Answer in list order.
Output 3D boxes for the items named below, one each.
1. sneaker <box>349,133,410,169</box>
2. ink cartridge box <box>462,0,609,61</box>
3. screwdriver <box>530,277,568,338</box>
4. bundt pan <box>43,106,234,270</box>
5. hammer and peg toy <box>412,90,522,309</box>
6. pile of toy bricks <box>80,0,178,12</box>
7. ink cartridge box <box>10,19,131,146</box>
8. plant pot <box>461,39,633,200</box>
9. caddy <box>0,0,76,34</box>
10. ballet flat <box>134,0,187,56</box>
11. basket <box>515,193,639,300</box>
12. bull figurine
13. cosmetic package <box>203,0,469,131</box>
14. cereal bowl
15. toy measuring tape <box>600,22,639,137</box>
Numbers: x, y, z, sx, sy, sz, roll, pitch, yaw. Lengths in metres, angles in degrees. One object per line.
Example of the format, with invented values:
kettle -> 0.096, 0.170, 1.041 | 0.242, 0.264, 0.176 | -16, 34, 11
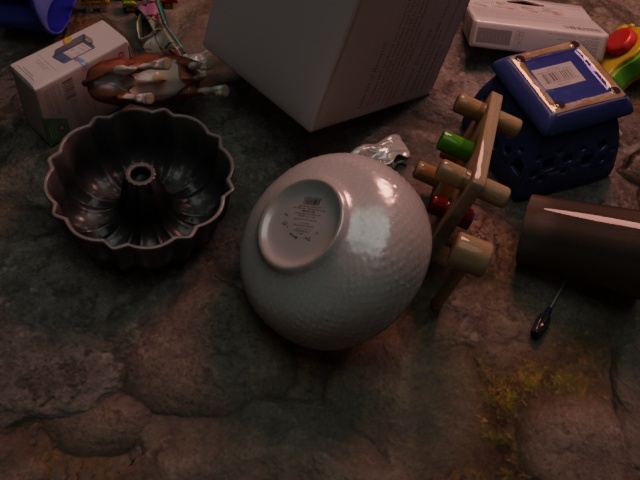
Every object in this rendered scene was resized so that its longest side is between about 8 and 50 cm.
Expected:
sneaker -> 0.110, -0.159, 1.652 | 0.152, 0.054, 0.061 | -24, 62, -22
ink cartridge box -> 0.476, -0.491, 1.927 | 0.296, 0.066, 0.261 | 7, 29, 0
screwdriver -> 0.411, 0.110, 1.501 | 0.025, 0.024, 0.170 | 43, 54, -10
bundt pan -> -0.315, -0.080, 1.509 | 0.330, 0.124, 0.331 | 2, 53, -3
hammer and peg toy -> 0.222, -0.060, 1.456 | 0.127, 0.266, 0.361 | 24, 50, -4
pile of toy bricks -> -0.430, -0.584, 1.882 | 0.212, 0.105, 0.118 | -5, 54, -9
ink cartridge box -> -0.473, -0.307, 1.642 | 0.212, 0.154, 0.093 | -35, 62, -26
plant pot -> 0.447, -0.247, 1.651 | 0.235, 0.212, 0.236 | -16, 57, -17
caddy -> -0.593, -0.594, 1.795 | 0.179, 0.241, 0.341 | 2, 54, 4
ballet flat -> -0.350, -0.441, 1.813 | 0.079, 0.077, 0.221 | -28, 54, -2
basket -> 0.474, 0.003, 1.501 | 0.226, 0.204, 0.154 | 14, 82, 17
bull figurine -> -0.296, -0.311, 1.615 | 0.188, 0.101, 0.310 | 8, 22, 41
cosmetic package -> 0.045, -0.468, 1.643 | 0.329, 0.327, 0.393 | 42, 42, 23
cereal bowl -> 0.000, 0.000, 1.368 | 0.338, 0.141, 0.339 | -15, 60, 28
toy measuring tape -> 0.667, -0.360, 1.810 | 0.121, 0.121, 0.330 | 12, 53, 4
